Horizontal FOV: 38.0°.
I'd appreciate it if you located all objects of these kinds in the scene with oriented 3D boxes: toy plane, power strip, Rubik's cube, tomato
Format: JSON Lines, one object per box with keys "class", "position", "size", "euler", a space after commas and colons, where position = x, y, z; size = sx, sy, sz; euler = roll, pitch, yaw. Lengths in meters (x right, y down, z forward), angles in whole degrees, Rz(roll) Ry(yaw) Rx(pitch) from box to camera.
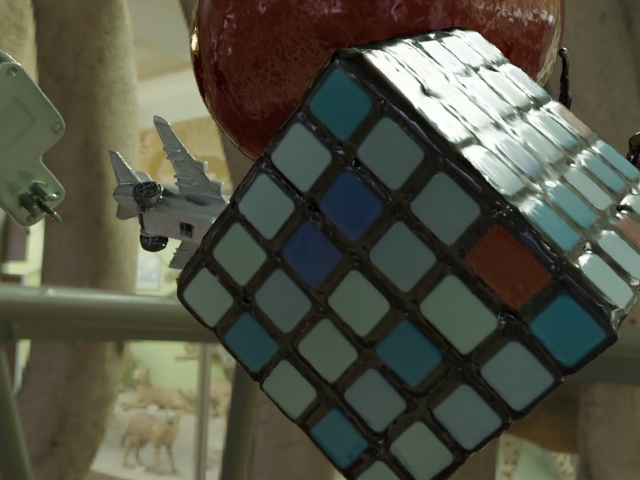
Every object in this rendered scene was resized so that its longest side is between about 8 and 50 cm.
{"class": "toy plane", "position": [-0.172, -0.035, 1.232], "size": [0.255, 0.251, 0.101], "euler": [17, 43, 17]}
{"class": "power strip", "position": [-0.487, -0.123, 1.404], "size": [0.141, 0.229, 0.261], "euler": [35, -17, 37]}
{"class": "Rubik's cube", "position": [0.064, 0.008, 0.524], "size": [0.184, 0.187, 0.182], "euler": [-50, -11, 32]}
{"class": "tomato", "position": [0.046, -0.154, 0.735], "size": [0.299, 0.226, 0.298], "euler": [-7, -9, -1]}

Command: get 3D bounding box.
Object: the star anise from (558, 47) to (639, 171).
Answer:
{"class": "star anise", "position": [0.203, -0.044, 0.656], "size": [0.097, 0.190, 0.070], "euler": [-15, 20, 9]}
